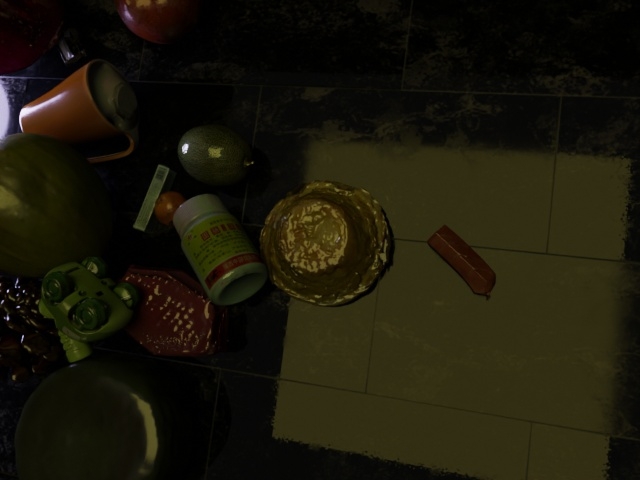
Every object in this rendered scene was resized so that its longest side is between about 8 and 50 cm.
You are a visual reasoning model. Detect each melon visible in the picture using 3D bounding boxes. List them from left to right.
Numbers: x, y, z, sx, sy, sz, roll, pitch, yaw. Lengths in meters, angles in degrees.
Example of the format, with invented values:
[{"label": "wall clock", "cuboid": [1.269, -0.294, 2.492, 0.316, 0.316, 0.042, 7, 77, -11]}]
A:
[{"label": "melon", "cuboid": [-0.232, -0.191, 1.312, 0.192, 0.139, 0.139, 17, 87, 21]}]

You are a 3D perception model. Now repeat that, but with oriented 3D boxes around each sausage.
[{"label": "sausage", "cuboid": [0.295, 0.045, 1.186, 0.065, 0.065, 0.169, -45, 76, 5]}]

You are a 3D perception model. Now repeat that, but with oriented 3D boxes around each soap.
[{"label": "soap", "cuboid": [-0.327, 0.163, 1.307, 0.289, 0.112, 0.182, 34, 97, 15]}]

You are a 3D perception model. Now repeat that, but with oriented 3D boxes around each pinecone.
[{"label": "pinecone", "cuboid": [-0.694, 0.208, 1.330, 0.244, 0.244, 0.309, 49, 113, 15]}]

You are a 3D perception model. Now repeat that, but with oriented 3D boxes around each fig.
[{"label": "fig", "cuboid": [-0.628, -0.069, 1.318, 0.343, 0.343, 0.343, -2, 82, 14]}]

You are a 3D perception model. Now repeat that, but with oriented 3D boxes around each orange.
[{"label": "orange", "cuboid": [-0.345, -0.074, 1.357, 0.083, 0.083, 0.083, -2, 82, 14]}]

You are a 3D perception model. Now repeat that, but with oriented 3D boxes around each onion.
[{"label": "onion", "cuboid": [-0.816, -0.596, 1.390, 0.348, 0.385, 0.347, -30, 42, 32]}]

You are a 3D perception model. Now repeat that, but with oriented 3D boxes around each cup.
[{"label": "cup", "cuboid": [-0.569, -0.291, 1.414, 0.264, 0.182, 0.226, -17, 110, 19]}]

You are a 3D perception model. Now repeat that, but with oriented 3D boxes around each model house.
[{"label": "model house", "cuboid": [-0.651, -0.503, 1.510, 0.058, 0.057, 0.083, -21, 98, 37]}]

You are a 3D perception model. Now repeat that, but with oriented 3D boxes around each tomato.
[{"label": "tomato", "cuboid": [-0.377, -0.570, 1.375, 0.208, 0.184, 0.208, 0, 89, 5]}]

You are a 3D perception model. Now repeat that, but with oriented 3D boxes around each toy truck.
[{"label": "toy truck", "cuboid": [-0.512, 0.142, 1.237, 0.210, 0.148, 0.187, -36, 91, 28]}]

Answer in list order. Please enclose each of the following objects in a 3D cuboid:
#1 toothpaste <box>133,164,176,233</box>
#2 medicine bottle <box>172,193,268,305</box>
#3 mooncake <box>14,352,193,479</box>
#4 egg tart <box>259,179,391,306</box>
[{"label": "toothpaste", "cuboid": [-0.393, -0.098, 1.389, 0.034, 0.046, 0.164, 21, 88, 14]}, {"label": "medicine bottle", "cuboid": [-0.221, 0.020, 1.270, 0.139, 0.139, 0.225, -38, 64, 7]}, {"label": "mooncake", "cuboid": [-0.455, 0.426, 1.262, 0.356, 0.194, 0.356, -2, 81, 10]}, {"label": "egg tart", "cuboid": [0.000, 0.000, 1.241, 0.295, 0.116, 0.294, -3, 80, 14]}]
